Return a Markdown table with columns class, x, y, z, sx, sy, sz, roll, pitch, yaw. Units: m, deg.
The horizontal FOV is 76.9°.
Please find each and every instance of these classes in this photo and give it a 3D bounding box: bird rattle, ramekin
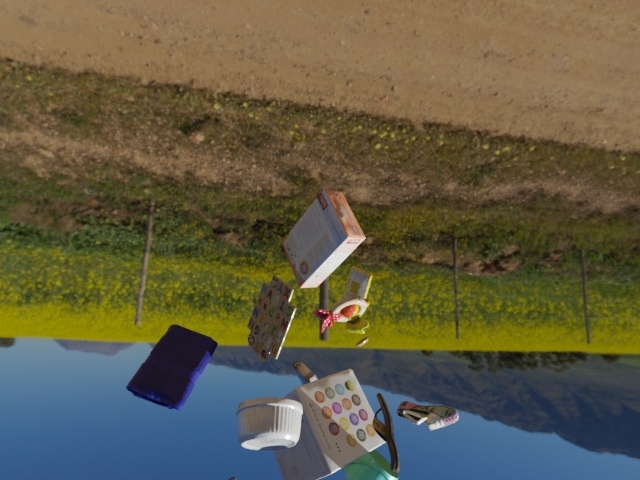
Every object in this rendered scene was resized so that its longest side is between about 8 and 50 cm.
| class | x | y | z | sx | sy | sz | roll | pitch | yaw |
| --- | --- | --- | --- | --- | --- | --- | --- | --- | --- |
| bird rattle | 0.104 | 0.312 | 1.794 | 0.254 | 0.143 | 0.206 | 18 | 124 | -25 |
| ramekin | -0.157 | 0.566 | 1.234 | 0.207 | 0.109 | 0.207 | -2 | 142 | -1 |

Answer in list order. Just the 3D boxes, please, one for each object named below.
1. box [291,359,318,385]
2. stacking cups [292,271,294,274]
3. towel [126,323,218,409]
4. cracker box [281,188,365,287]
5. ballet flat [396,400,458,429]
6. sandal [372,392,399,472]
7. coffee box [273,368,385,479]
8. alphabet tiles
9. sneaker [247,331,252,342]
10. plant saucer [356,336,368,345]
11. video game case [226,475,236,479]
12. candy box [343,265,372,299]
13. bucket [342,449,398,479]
| class | x | y | z | sx | sy | sz | roll | pitch | yaw |
| --- | --- | --- | --- | --- | --- | --- | --- | --- | --- |
| box | -0.045 | 0.764 | 2.124 | 0.056 | 0.230 | 0.183 | -34 | -156 | -19 |
| stacking cups | -0.081 | 0.152 | 2.086 | 0.096 | 0.095 | 0.316 | 5 | 171 | -11 |
| towel | -0.573 | 0.496 | 1.591 | 0.228 | 0.308 | 0.076 | 20 | 137 | 6 |
| cracker box | 0.000 | 0.000 | 1.062 | 0.067 | 0.155 | 0.232 | 2 | 142 | -39 |
| ballet flat | 0.363 | 0.610 | 1.396 | 0.222 | 0.076 | 0.079 | -8 | -164 | 42 |
| sandal | 0.184 | 0.557 | 1.179 | 0.060 | 0.219 | 0.090 | -13 | 143 | 8 |
| coffee box | 0.006 | 0.811 | 1.749 | 0.335 | 0.337 | 0.338 | -2 | 144 | -42 |
| alphabet tiles | -0.217 | 0.333 | 1.727 | 0.011 | 0.342 | 0.285 | 15 | -172 | -38 |
| sneaker | -0.347 | 0.587 | 2.469 | 0.107 | 0.162 | 0.281 | -7 | -152 | 17 |
| plant saucer | 0.232 | 0.556 | 2.209 | 0.083 | 0.015 | 0.083 | -34 | 176 | -3 |
| video game case | -0.295 | 0.930 | 1.427 | 0.166 | 0.015 | 0.119 | 46 | -174 | 23 |
| candy box | 0.174 | 0.228 | 1.912 | 0.105 | 0.205 | 0.027 | 24 | -148 | 21 |
| bucket | 0.284 | 1.295 | 2.237 | 0.281 | 0.183 | 0.281 | 39 | 175 | 4 |
